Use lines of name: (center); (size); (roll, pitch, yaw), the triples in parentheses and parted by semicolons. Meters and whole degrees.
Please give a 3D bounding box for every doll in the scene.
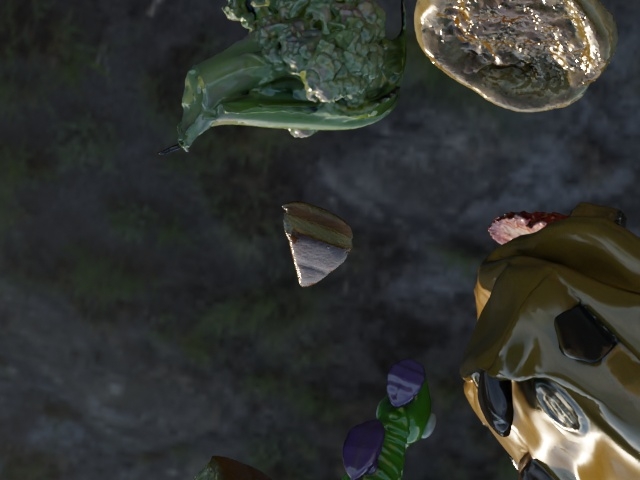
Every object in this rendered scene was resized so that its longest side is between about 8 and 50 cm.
doll: (0.048, 0.179, 1.253); (0.050, 0.190, 0.115); (12, 138, 21)

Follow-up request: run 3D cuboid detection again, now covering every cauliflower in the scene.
cauliflower: (-0.050, -0.192, 1.747); (0.315, 0.256, 0.239); (-26, 122, -14)

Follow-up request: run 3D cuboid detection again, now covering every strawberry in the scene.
strawberry: (0.305, 0.007, 1.812); (0.208, 0.087, 0.167); (39, 160, 8)

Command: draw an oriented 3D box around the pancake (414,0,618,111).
pancake: (0.250, -0.270, 2.062); (0.282, 0.049, 0.282); (16, 148, 11)

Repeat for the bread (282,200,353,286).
bread: (0.000, 0.000, 1.502); (0.062, 0.043, 0.109); (-9, 145, 7)

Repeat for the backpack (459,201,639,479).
backpack: (0.252, 0.150, 1.302); (0.353, 0.201, 0.378); (47, 169, 11)

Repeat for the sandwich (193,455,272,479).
sandwich: (-0.058, 0.329, 1.440); (0.122, 0.236, 0.128); (-43, 143, 10)
